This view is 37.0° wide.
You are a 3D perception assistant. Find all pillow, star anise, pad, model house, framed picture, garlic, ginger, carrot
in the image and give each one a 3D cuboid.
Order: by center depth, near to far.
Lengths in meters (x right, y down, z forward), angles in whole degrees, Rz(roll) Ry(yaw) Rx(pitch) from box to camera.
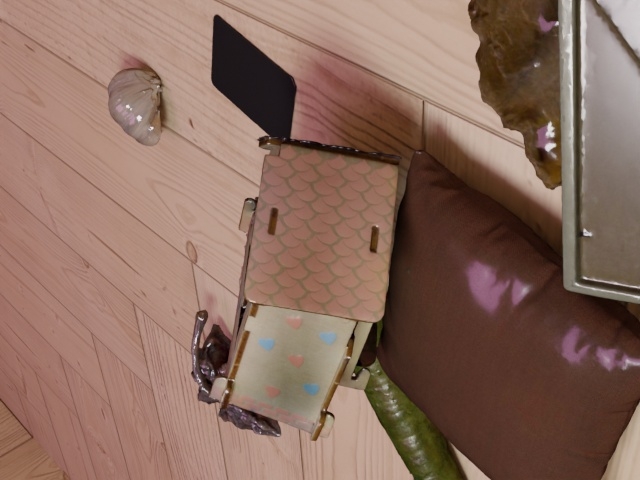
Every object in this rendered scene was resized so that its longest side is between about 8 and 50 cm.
[{"bbox_3d":[0.275,-0.079,0.634,0.241,0.020,0.324,10,126,31],"label":"framed picture"},{"bbox_3d":[0.187,-0.182,0.695,0.166,0.080,0.333,27,135,19],"label":"ginger"},{"bbox_3d":[0.175,0.107,0.923,0.305,0.108,0.307,43,146,32],"label":"pillow"},{"bbox_3d":[0.000,0.000,0.966,0.326,0.169,0.244,-86,8,-53],"label":"model house"},{"bbox_3d":[-0.084,-0.191,1.159,0.157,0.003,0.112,44,147,26],"label":"pad"},{"bbox_3d":[0.105,0.210,1.167,0.074,0.074,0.358,-7,113,58],"label":"carrot"},{"bbox_3d":[-0.260,-0.188,1.353,0.113,0.074,0.094,54,145,-4],"label":"garlic"},{"bbox_3d":[-0.148,0.224,1.532,0.231,0.089,0.209,48,142,-3],"label":"star anise"}]
